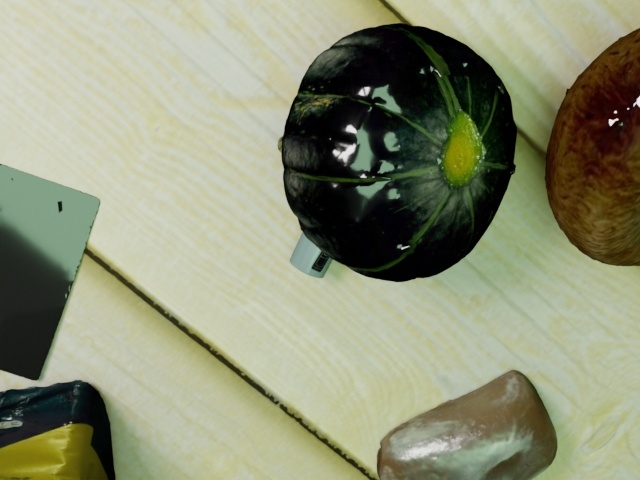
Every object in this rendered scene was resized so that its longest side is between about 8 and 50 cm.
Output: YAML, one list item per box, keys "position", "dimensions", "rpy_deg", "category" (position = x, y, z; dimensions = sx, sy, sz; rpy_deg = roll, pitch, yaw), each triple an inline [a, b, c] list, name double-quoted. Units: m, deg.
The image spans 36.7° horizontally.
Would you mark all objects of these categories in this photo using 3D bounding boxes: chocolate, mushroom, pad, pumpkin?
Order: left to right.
- position: [-0.397, 0.041, 1.230]
  dimensions: [0.159, 0.009, 0.265]
  rpy_deg: [20, 102, -10]
  category: "pad"
- position: [0.075, -0.101, 1.130]
  dimensions: [0.295, 0.296, 0.296]
  rpy_deg: [-1, 106, -5]
  category: "pumpkin"
- position: [0.205, 0.302, 1.319]
  dimensions: [0.254, 0.080, 0.157]
  rpy_deg: [-27, 107, 3]
  category: "chocolate"
- position: [0.436, -0.070, 1.114]
  dimensions: [0.331, 0.356, 0.334]
  rpy_deg: [-26, 151, 29]
  category: "mushroom"

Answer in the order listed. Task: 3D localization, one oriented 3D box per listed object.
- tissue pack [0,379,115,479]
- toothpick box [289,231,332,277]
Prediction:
- position: [-0.378, 0.369, 1.112]
  dimensions: [0.253, 0.416, 0.264]
  rpy_deg: [-4, 106, -4]
  category: "tissue pack"
- position: [0.000, 0.000, 1.228]
  dimensions: [0.052, 0.052, 0.083]
  rpy_deg: [23, 104, -11]
  category: "toothpick box"
